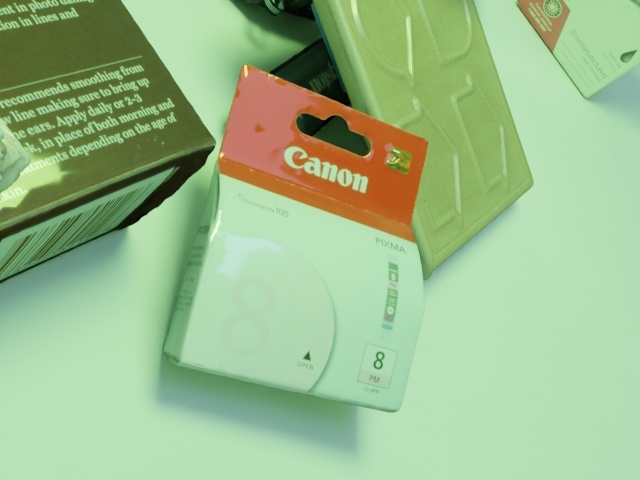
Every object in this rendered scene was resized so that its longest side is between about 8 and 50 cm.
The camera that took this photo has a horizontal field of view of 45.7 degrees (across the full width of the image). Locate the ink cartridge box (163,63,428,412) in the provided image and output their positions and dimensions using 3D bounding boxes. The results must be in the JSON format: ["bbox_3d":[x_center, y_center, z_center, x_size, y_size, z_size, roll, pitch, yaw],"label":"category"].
[{"bbox_3d":[0.000,0.000,0.585,0.189,0.066,0.232,18,85,-26],"label":"ink cartridge box"}]

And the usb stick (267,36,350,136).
[{"bbox_3d":[0.004,-0.164,0.774,0.278,0.045,0.077,-47,121,-47],"label":"usb stick"}]

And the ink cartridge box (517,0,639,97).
[{"bbox_3d":[0.492,-0.395,1.193,0.207,0.283,0.117,54,42,-1],"label":"ink cartridge box"}]

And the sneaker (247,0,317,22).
[{"bbox_3d":[-0.066,-0.349,0.792,0.153,0.101,0.268,-23,83,-50],"label":"sneaker"}]

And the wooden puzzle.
[{"bbox_3d":[0.102,-0.159,0.800,0.348,0.081,0.322,-34,106,-53],"label":"wooden puzzle"}]

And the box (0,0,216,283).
[{"bbox_3d":[-0.262,-0.158,0.471,0.191,0.143,0.381,-32,89,-47],"label":"box"}]

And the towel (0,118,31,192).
[{"bbox_3d":[-0.345,-0.061,0.287,0.332,0.053,0.317,-41,95,-20],"label":"towel"}]
